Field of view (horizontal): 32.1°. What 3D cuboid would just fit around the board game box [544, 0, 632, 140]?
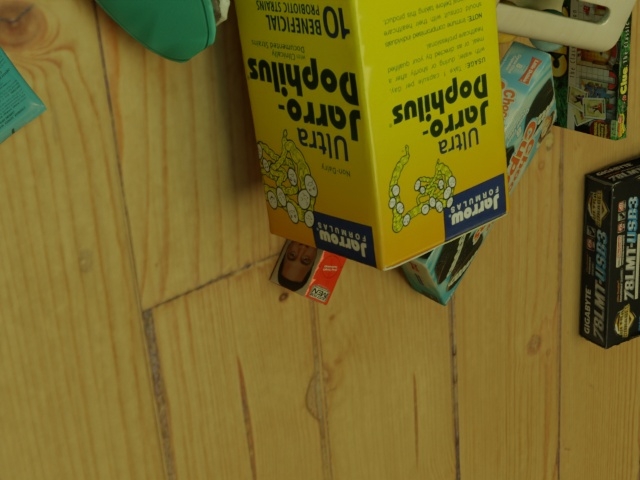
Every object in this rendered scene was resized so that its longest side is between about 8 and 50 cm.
[{"bbox_3d":[0.370,-0.277,1.547,0.030,0.136,0.259,-19,117,-33],"label":"board game box"}]

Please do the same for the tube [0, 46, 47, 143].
[{"bbox_3d":[-0.327,-0.174,1.014,0.080,0.052,0.207,-41,134,-18],"label":"tube"}]

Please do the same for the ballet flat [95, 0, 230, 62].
[{"bbox_3d":[-0.203,-0.346,1.012,0.147,0.147,0.409,-53,133,-15],"label":"ballet flat"}]

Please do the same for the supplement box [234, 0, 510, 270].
[{"bbox_3d":[0.052,-0.180,1.145,0.195,0.194,0.356,-23,116,-34],"label":"supplement box"}]

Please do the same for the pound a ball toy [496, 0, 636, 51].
[{"bbox_3d":[0.234,-0.280,1.301,0.319,0.208,0.135,2,123,-34],"label":"pound a ball toy"}]

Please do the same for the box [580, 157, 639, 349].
[{"bbox_3d":[0.562,0.002,1.841,0.293,0.073,0.295,-16,115,-26],"label":"box"}]

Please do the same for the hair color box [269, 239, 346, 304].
[{"bbox_3d":[0.000,0.000,1.355,0.043,0.072,0.141,24,87,-43],"label":"hair color box"}]

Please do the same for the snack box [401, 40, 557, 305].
[{"bbox_3d":[0.211,-0.084,1.479,0.322,0.060,0.187,-59,158,-9],"label":"snack box"}]
